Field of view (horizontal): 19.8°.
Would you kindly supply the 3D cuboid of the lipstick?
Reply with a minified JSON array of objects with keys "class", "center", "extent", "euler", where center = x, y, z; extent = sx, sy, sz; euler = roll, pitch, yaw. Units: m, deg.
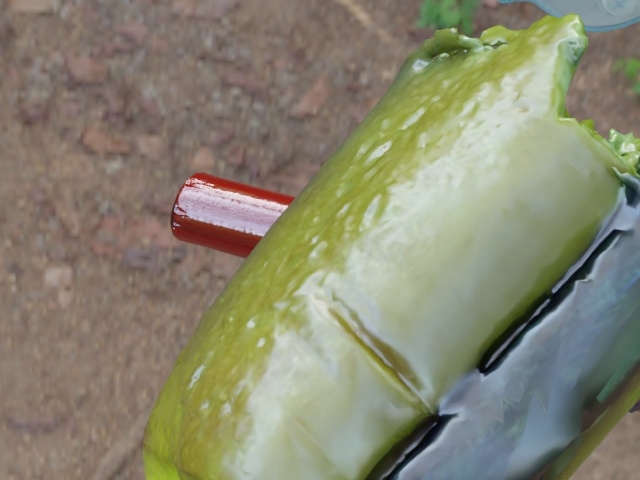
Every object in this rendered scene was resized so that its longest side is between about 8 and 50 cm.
[{"class":"lipstick","center":[-0.001,0.001,1.638],"extent":[0.280,0.073,0.073],"euler":[15,54,21]}]

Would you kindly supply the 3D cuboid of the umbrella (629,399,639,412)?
[{"class":"umbrella","center":[0.268,0.091,1.621],"extent":[0.326,0.094,0.090],"euler":[40,70,16]}]

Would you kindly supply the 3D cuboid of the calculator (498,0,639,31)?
[{"class":"calculator","center":[0.277,-0.286,1.309],"extent":[0.386,0.256,0.054],"euler":[-36,49,21]}]

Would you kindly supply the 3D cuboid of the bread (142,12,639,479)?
[{"class":"bread","center":[0.056,0.053,1.056],"extent":[0.208,0.251,0.376],"euler":[42,81,-16]}]
